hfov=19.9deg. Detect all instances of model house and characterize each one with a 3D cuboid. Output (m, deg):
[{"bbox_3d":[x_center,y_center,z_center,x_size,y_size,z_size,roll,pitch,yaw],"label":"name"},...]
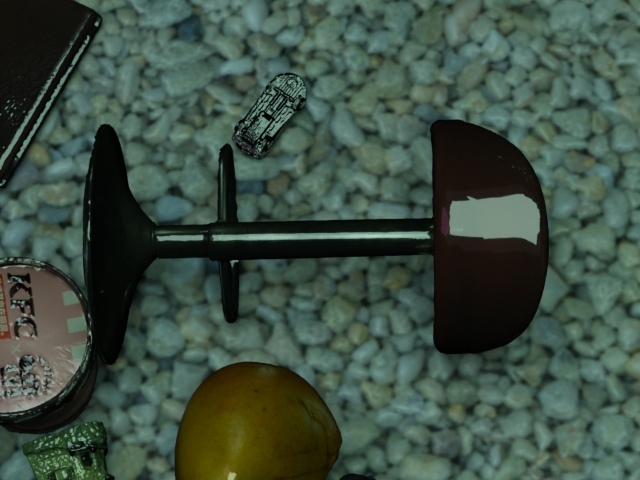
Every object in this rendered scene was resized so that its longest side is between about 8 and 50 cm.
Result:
[{"bbox_3d":[-0.226,0.218,1.684,0.078,0.066,0.083,-18,75,1],"label":"model house"}]

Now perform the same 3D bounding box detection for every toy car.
[{"bbox_3d":[-0.048,-0.123,1.791,0.041,0.025,0.093,37,83,11],"label":"toy car"}]

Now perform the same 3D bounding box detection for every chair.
[{"bbox_3d":[0.000,0.000,1.650,0.400,0.226,0.227,-1,74,4],"label":"chair"}]

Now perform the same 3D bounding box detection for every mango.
[{"bbox_3d":[-0.063,0.191,1.581,0.138,0.257,0.187,15,76,8],"label":"mango"}]

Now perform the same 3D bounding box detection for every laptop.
[{"bbox_3d":[-0.331,-0.169,1.827,0.154,0.026,0.207,25,76,12],"label":"laptop"}]

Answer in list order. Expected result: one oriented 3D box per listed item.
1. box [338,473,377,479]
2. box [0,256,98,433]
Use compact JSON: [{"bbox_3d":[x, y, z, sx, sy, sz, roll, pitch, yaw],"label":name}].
[{"bbox_3d":[0.063,0.320,1.578,0.230,0.050,0.160,42,78,-27],"label":"box"},{"bbox_3d":[-0.275,0.106,1.686,0.151,0.135,0.151,0,71,1],"label":"box"}]
